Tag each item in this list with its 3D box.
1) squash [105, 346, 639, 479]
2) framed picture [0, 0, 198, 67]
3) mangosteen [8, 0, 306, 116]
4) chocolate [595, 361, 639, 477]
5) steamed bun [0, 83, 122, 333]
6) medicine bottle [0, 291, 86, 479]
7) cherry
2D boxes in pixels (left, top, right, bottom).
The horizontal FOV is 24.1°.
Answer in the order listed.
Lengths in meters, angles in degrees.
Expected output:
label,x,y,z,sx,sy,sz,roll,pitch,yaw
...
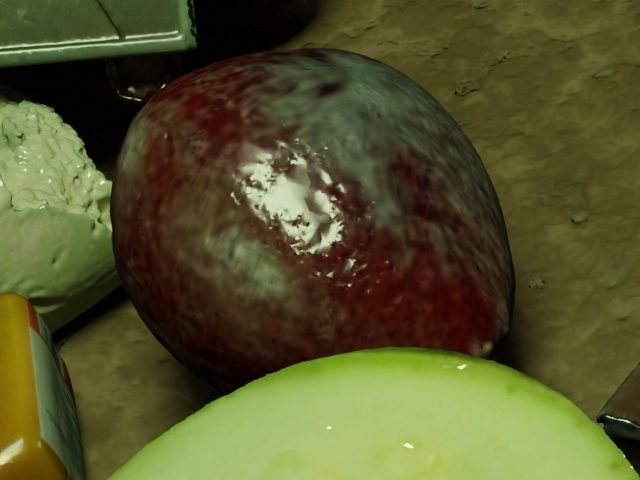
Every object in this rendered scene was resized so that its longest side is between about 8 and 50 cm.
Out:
label,x,y,z,sx,sy,sz,roll,pitch,yaw
squash,0.013,0.146,0.574,0.252,0.049,0.252,-10,39,8
framed picture,-0.203,-0.264,1.025,0.213,0.289,0.016,-6,4,-7
mangosteen,-0.201,-0.288,1.190,0.435,0.382,0.382,37,63,26
chocolate,0.296,0.121,0.738,0.321,0.112,0.112,9,39,28
steamed bun,-0.237,-0.032,1.046,0.225,0.170,0.200,23,50,36
medicine bottle,-0.216,0.149,0.877,0.149,0.112,0.222,-18,40,-1
cherry,0.000,0.000,0.892,0.230,0.203,0.300,3,31,-42
